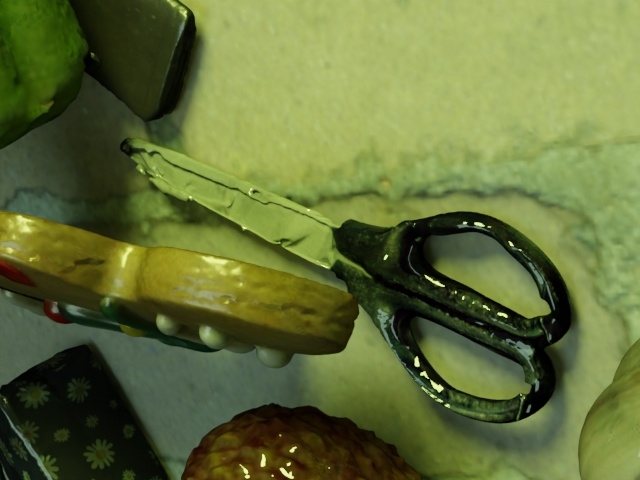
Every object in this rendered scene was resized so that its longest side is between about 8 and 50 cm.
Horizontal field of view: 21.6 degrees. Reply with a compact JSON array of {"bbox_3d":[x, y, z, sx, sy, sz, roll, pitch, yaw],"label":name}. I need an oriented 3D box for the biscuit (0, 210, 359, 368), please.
[{"bbox_3d":[-0.107,0.025,0.877,0.301,0.197,0.049,7,83,42],"label":"biscuit"}]

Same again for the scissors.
[{"bbox_3d":[0.000,0.000,0.891,0.300,0.022,0.109,26,122,30],"label":"scissors"}]

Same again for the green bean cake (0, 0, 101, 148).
[{"bbox_3d":[-0.285,-0.100,0.911,0.250,0.247,0.156,6,121,49],"label":"green bean cake"}]

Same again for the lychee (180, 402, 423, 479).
[{"bbox_3d":[-0.013,0.183,0.877,0.194,0.194,0.194,18,120,34],"label":"lychee"}]

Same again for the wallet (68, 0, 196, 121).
[{"bbox_3d":[-0.133,-0.135,0.941,0.156,0.018,0.082,38,133,23],"label":"wallet"}]

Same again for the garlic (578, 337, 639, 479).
[{"bbox_3d":[0.192,0.085,0.692,0.127,0.131,0.194,38,138,-18],"label":"garlic"}]

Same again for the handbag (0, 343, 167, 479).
[{"bbox_3d":[-0.178,0.146,1.076,0.139,0.072,0.115,-35,87,48],"label":"handbag"}]
